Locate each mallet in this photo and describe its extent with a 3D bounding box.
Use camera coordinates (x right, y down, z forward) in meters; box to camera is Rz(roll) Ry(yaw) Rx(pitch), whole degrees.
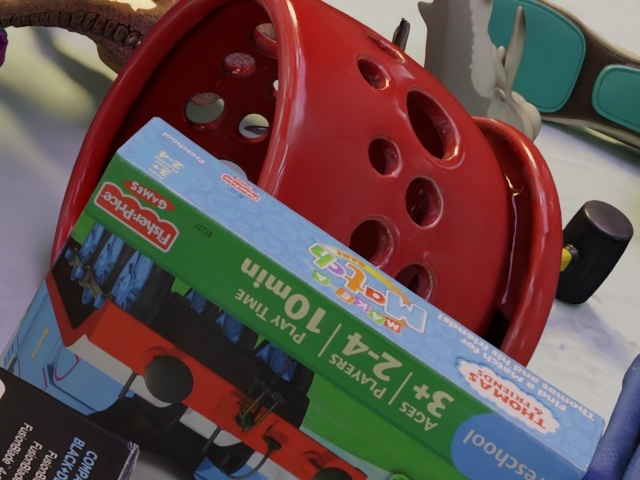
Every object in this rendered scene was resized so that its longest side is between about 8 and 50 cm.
[{"bbox_3d":[0.117,0.011,1.038,0.190,0.062,0.039,-5,46,-51],"label":"mallet"}]

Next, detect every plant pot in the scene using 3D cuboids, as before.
[{"bbox_3d":[0.000,0.000,0.785,0.174,0.191,0.191,22,28,-28],"label":"plant pot"}]

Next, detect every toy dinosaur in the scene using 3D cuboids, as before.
[{"bbox_3d":[-0.060,-0.114,0.998,0.296,0.127,0.200,-7,53,-45],"label":"toy dinosaur"}]

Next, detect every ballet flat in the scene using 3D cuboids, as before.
[{"bbox_3d":[0.188,-0.125,1.356,0.248,0.086,0.086,25,27,-21],"label":"ballet flat"}]

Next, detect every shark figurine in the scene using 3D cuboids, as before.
[{"bbox_3d":[0.069,-0.106,1.115,0.116,0.278,0.166,0,55,16],"label":"shark figurine"}]

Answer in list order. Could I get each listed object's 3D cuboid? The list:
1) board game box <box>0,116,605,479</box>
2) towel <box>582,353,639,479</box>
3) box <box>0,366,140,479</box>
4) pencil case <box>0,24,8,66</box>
[{"bbox_3d":[-0.039,0.092,0.553,0.160,0.211,0.039,34,28,2],"label":"board game box"},{"bbox_3d":[0.114,0.194,0.550,0.034,0.285,0.209,-7,16,22],"label":"towel"},{"bbox_3d":[-0.215,0.063,0.459,0.290,0.169,0.087,30,24,-4],"label":"box"},{"bbox_3d":[-0.219,-0.124,0.889,0.070,0.064,0.151,-22,58,-41],"label":"pencil case"}]
